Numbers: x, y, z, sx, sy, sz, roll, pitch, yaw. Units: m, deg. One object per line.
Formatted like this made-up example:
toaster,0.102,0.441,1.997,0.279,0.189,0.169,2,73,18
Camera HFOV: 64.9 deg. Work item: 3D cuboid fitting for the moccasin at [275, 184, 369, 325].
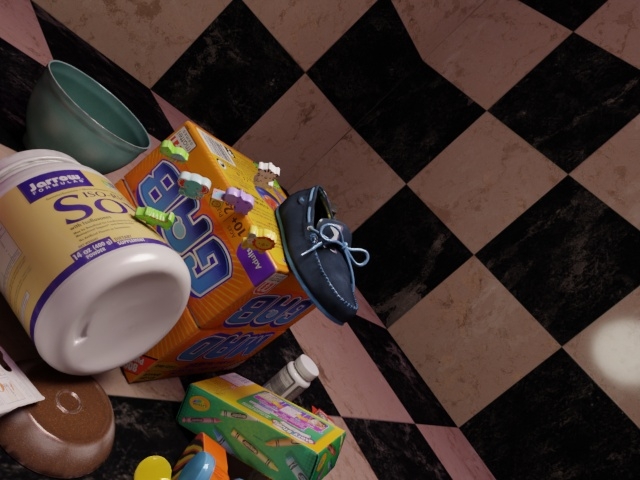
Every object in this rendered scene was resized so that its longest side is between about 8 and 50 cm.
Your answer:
moccasin,0.000,0.000,0.938,0.137,0.117,0.342,41,16,-44

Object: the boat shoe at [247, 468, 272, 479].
boat shoe,-0.096,0.452,0.937,0.096,0.098,0.277,47,3,22

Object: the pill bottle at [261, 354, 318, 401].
pill bottle,-0.075,0.354,1.261,0.078,0.137,0.078,46,10,-10

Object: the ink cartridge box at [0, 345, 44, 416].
ink cartridge box,-0.444,0.147,0.577,0.181,0.056,0.225,48,-10,5

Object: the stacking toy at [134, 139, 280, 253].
stacking toy,-0.174,-0.079,0.837,0.221,0.052,0.167,15,49,-17

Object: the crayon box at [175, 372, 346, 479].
crayon box,-0.108,0.353,0.953,0.278,0.081,0.165,21,0,21

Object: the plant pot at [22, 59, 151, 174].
plant pot,-0.609,-0.273,1.267,0.293,0.196,0.293,46,10,-10

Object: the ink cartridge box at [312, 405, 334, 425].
ink cartridge box,0.009,0.497,1.377,0.063,0.029,0.115,44,11,-16

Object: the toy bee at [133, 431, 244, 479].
toy bee,-0.188,0.387,0.712,0.195,0.162,0.298,40,-16,5

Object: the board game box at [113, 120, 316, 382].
board game box,-0.233,0.043,1.084,0.356,0.356,0.356,57,12,20

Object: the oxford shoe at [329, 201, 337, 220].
oxford shoe,-0.017,-0.050,1.168,0.096,0.083,0.227,32,15,-13

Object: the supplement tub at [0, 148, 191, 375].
supplement tub,-0.396,0.024,0.817,0.331,0.241,0.241,41,6,25

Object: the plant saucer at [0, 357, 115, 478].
plant saucer,-0.373,0.242,0.729,0.198,0.036,0.198,45,11,-11
